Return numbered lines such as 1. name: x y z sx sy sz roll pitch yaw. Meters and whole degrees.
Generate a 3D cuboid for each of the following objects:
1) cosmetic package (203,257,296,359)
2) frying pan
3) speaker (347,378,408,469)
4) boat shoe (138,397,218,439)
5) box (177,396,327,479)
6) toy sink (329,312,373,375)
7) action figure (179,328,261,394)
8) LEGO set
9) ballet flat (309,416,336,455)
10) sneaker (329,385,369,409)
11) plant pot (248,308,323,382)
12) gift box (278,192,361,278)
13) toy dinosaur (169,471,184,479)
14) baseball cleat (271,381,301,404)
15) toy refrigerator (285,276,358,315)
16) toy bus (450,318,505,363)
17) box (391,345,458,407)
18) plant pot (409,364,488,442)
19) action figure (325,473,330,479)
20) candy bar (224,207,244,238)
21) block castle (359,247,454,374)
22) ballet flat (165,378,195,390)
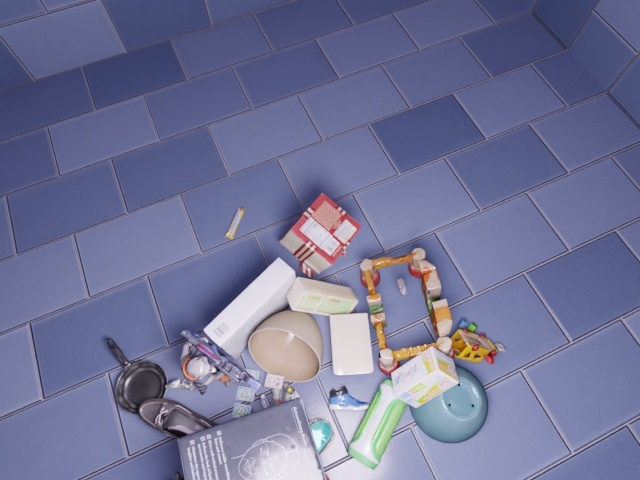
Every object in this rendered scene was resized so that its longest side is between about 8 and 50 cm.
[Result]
1. cosmetic package: -0.249 0.271 1.685 0.097 0.284 0.377 39 71 19
2. frying pan: -0.744 0.539 1.690 0.326 0.053 0.197 24 68 10
3. speaker: 0.216 0.667 1.594 0.131 0.131 0.296 28 69 12
4. boat shoe: -0.511 0.663 1.590 0.335 0.095 0.112 22 69 1
5. box: -0.207 0.710 1.356 0.396 0.212 0.293 -13 62 -15
6. toy sink: 0.117 0.418 1.704 0.153 0.131 0.234 -4 61 -2
7. action figure: -0.386 0.484 1.564 0.341 0.330 0.178 32 71 13
8. LEGO set: -0.219 0.585 1.627 0.244 0.060 0.182 1 65 25
9. ballet flat: -0.110 0.792 1.522 0.409 0.147 0.147 -33 70 -24
10. sneaker: 0.109 0.600 1.661 0.152 0.058 0.084 -1 74 7
11. plant pot: -0.108 0.375 1.672 0.284 0.284 0.191 18 38 8
12. gift box: 0.000 0.000 1.829 0.276 0.258 0.255 45 70 -3
13. toy dinosaur: -0.364 0.883 1.496 0.322 0.164 0.218 47 68 -28
14. baseball cleat: -0.117 0.637 1.638 0.109 0.072 0.205 -17 68 -7
15. toy refrigerator: 0.011 0.231 1.713 0.270 0.102 0.094 16 28 -34
16. toy bus: 0.602 0.427 1.712 0.202 0.191 0.104 39 115 17
17. box: 0.364 0.482 1.531 0.114 0.203 0.103 33 31 -21
18. plant pot: 0.485 0.585 1.594 0.290 0.195 0.290 0 66 0
19. action figure: -0.107 0.904 1.510 0.139 0.091 0.280 37 70 8
20. candy bar: -0.390 -0.080 1.987 0.040 0.018 0.161 17 68 7
21. block castle: 0.337 0.276 1.730 0.303 0.213 0.453 -13 60 7
22. ballet flat: -0.537 0.553 1.677 0.114 0.041 0.041 14 64 -20
